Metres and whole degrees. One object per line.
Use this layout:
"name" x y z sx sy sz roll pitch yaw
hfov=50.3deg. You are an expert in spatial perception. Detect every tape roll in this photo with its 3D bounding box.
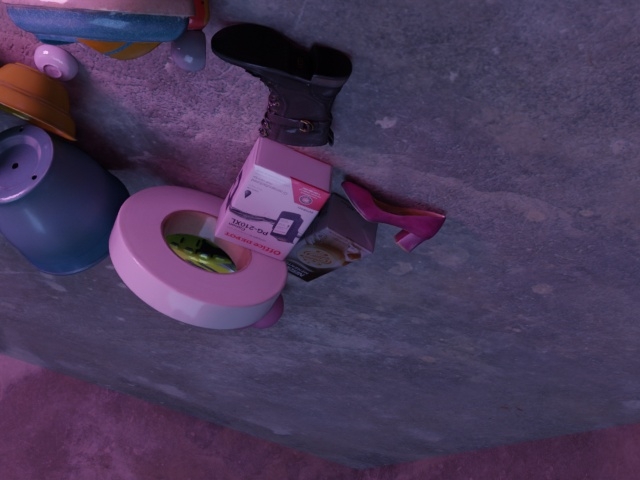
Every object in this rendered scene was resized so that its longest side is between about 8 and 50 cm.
"tape roll" -0.256 0.026 1.476 0.391 0.392 0.072 21 122 -16

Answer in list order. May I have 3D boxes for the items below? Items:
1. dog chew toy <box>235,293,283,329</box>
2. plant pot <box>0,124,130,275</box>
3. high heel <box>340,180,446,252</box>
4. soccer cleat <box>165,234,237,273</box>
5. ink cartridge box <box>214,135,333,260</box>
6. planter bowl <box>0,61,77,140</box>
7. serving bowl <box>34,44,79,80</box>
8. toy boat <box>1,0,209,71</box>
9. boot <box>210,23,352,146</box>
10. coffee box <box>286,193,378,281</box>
"dog chew toy" -0.235 0.148 1.860 0.331 0.207 0.206 26 148 -38
"plant pot" -0.580 -0.100 1.445 0.271 0.272 0.255 3 154 14
"high heel" 0.159 -0.076 1.484 0.244 0.082 0.117 40 109 -19
"soccer cleat" -0.251 0.063 1.668 0.289 0.093 0.121 17 125 -14
"ink cartridge box" -0.103 -0.082 1.458 0.171 0.100 0.237 21 134 -16
"planter bowl" -0.550 -0.276 1.296 0.217 0.090 0.217 23 176 2
"serving bowl" -0.504 -0.331 1.295 0.083 0.027 0.083 8 150 4
"toy boat" -0.258 -0.312 0.966 0.267 0.318 0.148 12 109 25
"boot" -0.078 -0.255 1.220 0.262 0.091 0.229 14 149 -9
"coffee box" 0.000 0.000 1.614 0.141 0.098 0.246 29 145 -27
